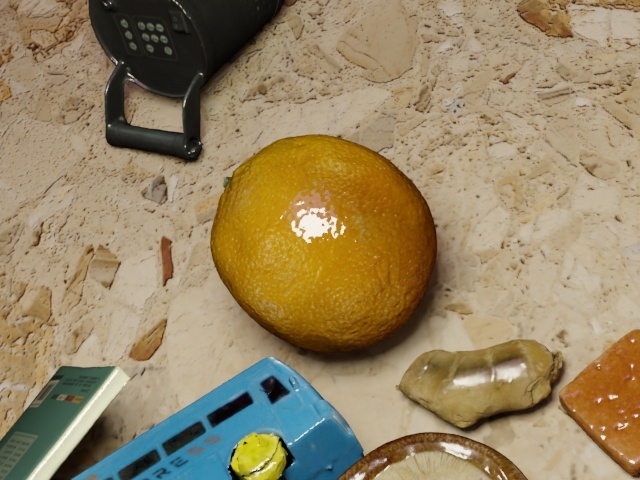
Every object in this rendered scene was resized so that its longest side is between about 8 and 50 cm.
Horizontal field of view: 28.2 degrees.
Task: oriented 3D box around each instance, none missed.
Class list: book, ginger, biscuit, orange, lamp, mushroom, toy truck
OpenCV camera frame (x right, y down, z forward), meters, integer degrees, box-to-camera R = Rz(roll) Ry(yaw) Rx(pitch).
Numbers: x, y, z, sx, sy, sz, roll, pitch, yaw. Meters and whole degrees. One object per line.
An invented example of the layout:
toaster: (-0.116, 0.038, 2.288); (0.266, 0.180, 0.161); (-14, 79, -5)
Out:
book: (-0.373, 0.291, 1.425); (0.379, 0.031, 0.264); (-52, 16, -19)
ginger: (0.174, 0.154, 1.404); (0.190, 0.069, 0.095); (-12, 30, 12)
biscuit: (0.404, 0.167, 1.327); (0.306, 0.043, 0.284); (-2, 55, 21)
orange: (0.000, 0.000, 1.460); (0.264, 0.264, 0.264); (-10, 52, 13)
lamp: (-0.178, -0.335, 1.803); (0.205, 0.374, 0.272); (12, 28, 35)
mushroom: (0.114, 0.300, 1.285); (0.231, 0.138, 0.194); (7, 43, 11)
toy truck: (-0.143, 0.284, 1.365); (0.385, 0.161, 0.162); (-32, 41, -4)
